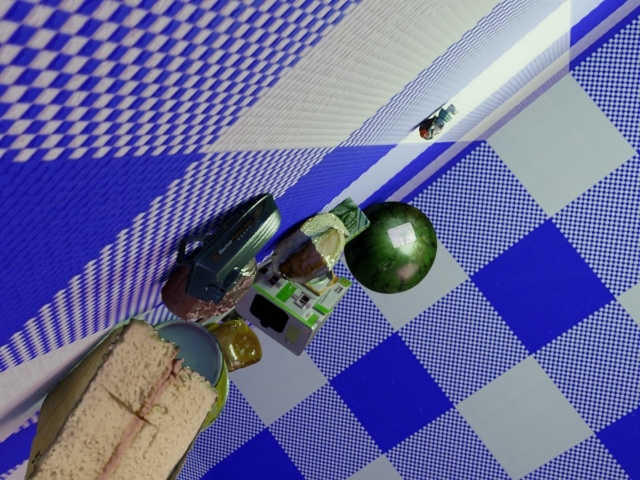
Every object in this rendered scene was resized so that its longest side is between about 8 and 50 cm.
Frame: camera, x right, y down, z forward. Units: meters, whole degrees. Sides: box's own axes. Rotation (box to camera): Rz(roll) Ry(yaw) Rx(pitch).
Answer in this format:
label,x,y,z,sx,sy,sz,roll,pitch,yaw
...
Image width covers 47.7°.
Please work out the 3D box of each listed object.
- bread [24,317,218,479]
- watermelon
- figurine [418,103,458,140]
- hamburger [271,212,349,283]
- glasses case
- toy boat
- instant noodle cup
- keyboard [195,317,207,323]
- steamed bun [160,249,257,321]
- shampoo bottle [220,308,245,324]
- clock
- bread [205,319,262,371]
label,x,y,z,sx,sy,sz,roll,pitch,yaw
bread,-0.377,0.396,1.445,0.405,0.346,0.242,-33,-138,28
watermelon,0.245,0.027,2.568,0.363,0.363,0.363,-38,175,-4
figurine,0.275,-0.277,1.698,0.106,0.047,0.060,-41,-177,9
hamburger,-0.026,0.003,1.826,0.155,0.135,0.207,-23,-161,35
glasses case,0.000,0.000,1.970,0.272,0.095,0.062,-38,170,-6
toy boat,-0.139,-0.003,1.162,0.246,0.103,0.093,-51,171,-42
instant noodle cup,-0.335,0.312,1.687,0.264,0.264,0.200,-36,166,-24
keyboard,-0.380,0.259,2.083,0.204,0.013,0.061,-36,174,-19
steamed bun,-0.188,0.070,1.283,0.145,0.106,0.175,-41,172,27
shampoo bottle,-0.293,0.269,2.500,0.208,0.057,0.063,-41,174,21
clock,-0.059,0.135,2.079,0.309,0.235,0.166,-46,167,-46
bread,-0.339,0.357,2.361,0.246,0.176,0.196,-24,170,27
